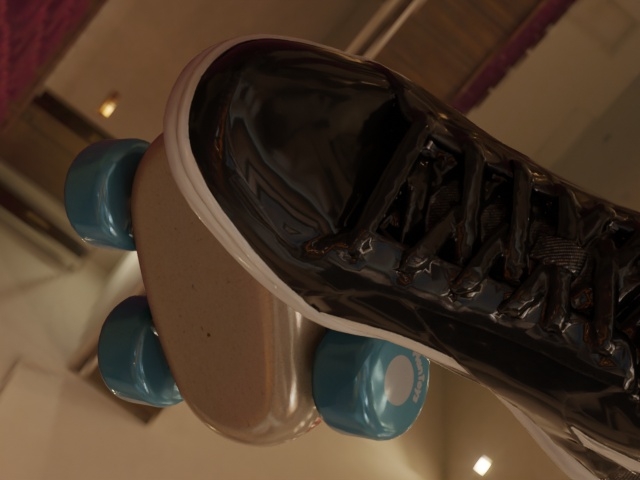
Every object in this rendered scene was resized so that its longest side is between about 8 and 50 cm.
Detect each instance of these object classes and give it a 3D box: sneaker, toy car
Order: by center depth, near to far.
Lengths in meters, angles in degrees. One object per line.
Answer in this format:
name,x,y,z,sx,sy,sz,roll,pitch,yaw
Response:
sneaker,0.070,0.004,0.370,0.121,0.217,0.079,-11,-130,57
toy car,0.000,0.000,0.887,0.219,0.210,0.238,1,-162,38
